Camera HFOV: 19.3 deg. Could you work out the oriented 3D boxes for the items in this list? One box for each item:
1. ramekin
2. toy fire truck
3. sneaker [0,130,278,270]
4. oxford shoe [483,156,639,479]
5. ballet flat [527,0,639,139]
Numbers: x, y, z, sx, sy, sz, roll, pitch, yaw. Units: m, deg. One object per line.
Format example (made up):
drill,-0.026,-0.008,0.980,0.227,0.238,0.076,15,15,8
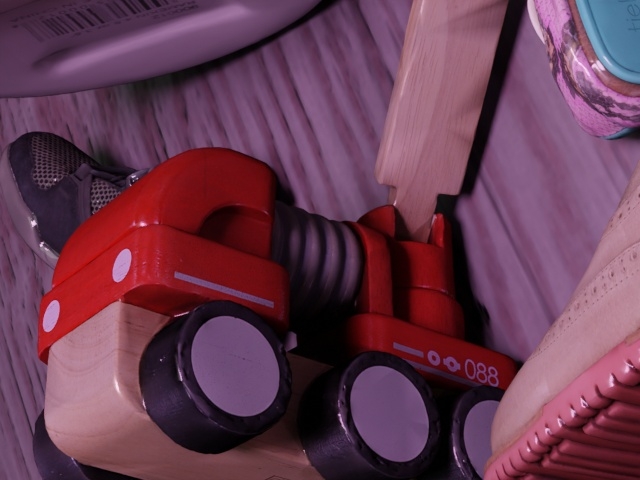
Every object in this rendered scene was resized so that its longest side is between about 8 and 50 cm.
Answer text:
ramekin,-0.119,-0.171,0.954,0.277,0.277,0.135,-24,75,47
toy fire truck,0.000,0.000,0.849,0.158,0.217,0.246,-33,47,45
sneaker,-0.094,-0.019,1.051,0.227,0.087,0.130,46,119,39
oxford shoe,0.171,-0.012,0.708,0.348,0.123,0.130,-48,43,39
ballet flat,0.107,-0.147,0.834,0.079,0.077,0.221,134,129,-62
